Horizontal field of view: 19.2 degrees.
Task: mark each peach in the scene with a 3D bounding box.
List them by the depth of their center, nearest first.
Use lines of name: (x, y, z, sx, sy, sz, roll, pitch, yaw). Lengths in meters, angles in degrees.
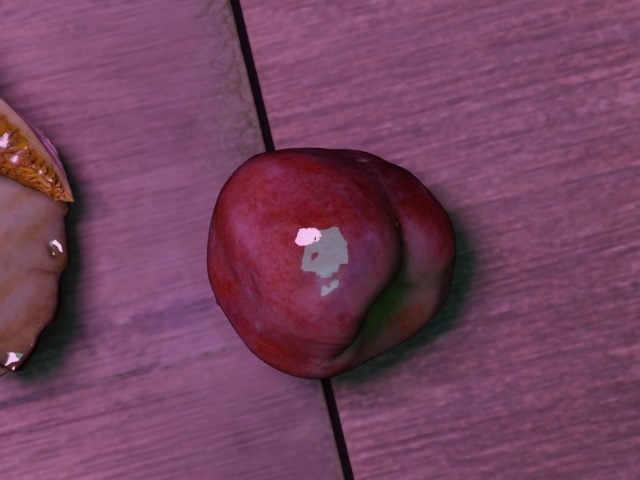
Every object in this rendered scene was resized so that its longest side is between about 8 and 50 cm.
peach: (0.000, 0.000, 1.165, 0.152, 0.152, 0.152, 0, 86, 2)

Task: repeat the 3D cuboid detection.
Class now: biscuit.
biscuit: (-0.272, -0.034, 1.199, 0.273, 0.036, 0.187, 27, 65, 3)

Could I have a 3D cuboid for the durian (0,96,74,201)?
durian: (-0.247, -0.089, 1.166, 0.224, 0.078, 0.140, 27, 61, 3)
